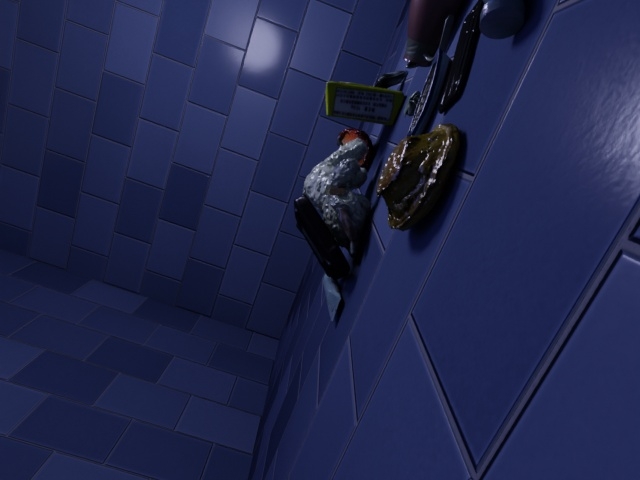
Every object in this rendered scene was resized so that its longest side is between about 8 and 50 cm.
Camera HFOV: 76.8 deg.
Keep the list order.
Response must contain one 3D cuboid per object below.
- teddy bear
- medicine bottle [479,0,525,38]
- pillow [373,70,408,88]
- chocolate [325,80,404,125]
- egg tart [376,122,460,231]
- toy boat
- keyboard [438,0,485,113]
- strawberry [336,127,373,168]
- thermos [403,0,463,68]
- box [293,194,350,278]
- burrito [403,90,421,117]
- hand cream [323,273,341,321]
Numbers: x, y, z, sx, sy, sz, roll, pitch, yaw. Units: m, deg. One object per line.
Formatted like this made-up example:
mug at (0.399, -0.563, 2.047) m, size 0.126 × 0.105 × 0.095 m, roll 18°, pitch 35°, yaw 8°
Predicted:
teddy bear at (0.129, -0.149, 1.431) m, size 0.375 × 0.362 × 0.327 m, roll -31°, pitch -41°, yaw -26°
medicine bottle at (0.310, -0.449, 0.674) m, size 0.090 × 0.091 × 0.216 m, roll 125°, pitch 157°, yaw -74°
pillow at (0.293, -0.675, 1.688) m, size 0.055 × 0.136 × 0.091 m, roll 58°, pitch 162°, yaw 24°
chocolate at (0.165, -0.556, 1.640) m, size 0.288 × 0.301 × 0.137 m, roll -82°, pitch 0°, yaw -72°
egg tart at (0.184, -0.133, 0.808) m, size 0.241 × 0.106 × 0.241 m, roll -156°, pitch 90°, yaw -85°
toy boat at (0.277, -0.369, 1.025) m, size 0.080 × 0.046 × 0.228 m, roll -104°, pitch 34°, yaw -83°
keyboard at (0.319, -0.416, 0.903) m, size 0.106 × 0.016 × 0.262 m, roll 130°, pitch 158°, yaw -78°
strawberry at (0.192, -0.406, 1.904) m, size 0.306 × 0.138 × 0.233 m, roll -145°, pitch 53°, yaw -60°
thermos at (0.319, -0.626, 1.137) m, size 0.176 × 0.146 × 0.265 m, roll -112°, pitch 26°, yaw -44°
box at (0.000, 0.000, 1.388) m, size 0.073 × 0.290 × 0.289 m, roll -31°, pitch -8°, yaw -7°
burrito at (0.275, -0.401, 1.188) m, size 0.118 × 0.044 × 0.074 m, roll -81°, pitch 9°, yaw -77°
hand cream at (0.039, 0.186, 1.447) m, size 0.331 × 0.058 × 0.085 m, roll -93°, pitch 24°, yaw -78°
